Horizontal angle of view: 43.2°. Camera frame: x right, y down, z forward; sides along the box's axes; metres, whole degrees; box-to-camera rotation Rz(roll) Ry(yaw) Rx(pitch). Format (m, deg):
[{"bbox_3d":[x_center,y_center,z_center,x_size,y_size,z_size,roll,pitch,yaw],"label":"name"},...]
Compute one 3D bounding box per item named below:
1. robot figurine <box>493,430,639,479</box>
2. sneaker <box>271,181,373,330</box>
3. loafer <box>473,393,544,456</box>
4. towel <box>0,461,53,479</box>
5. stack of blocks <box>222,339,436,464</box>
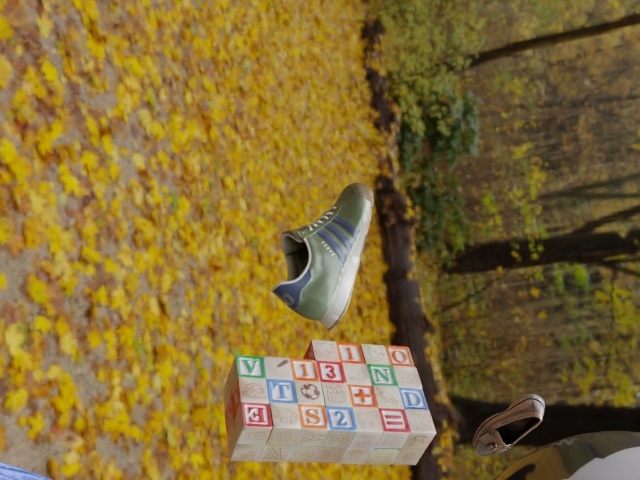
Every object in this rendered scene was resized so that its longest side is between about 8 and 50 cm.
[{"bbox_3d":[0.134,0.173,0.311,0.278,0.209,0.173,-17,87,-81],"label":"robot figurine"},{"bbox_3d":[0.000,0.000,0.899,0.064,0.086,0.192,-48,-158,53],"label":"sneaker"},{"bbox_3d":[0.249,0.254,1.080,0.045,0.125,0.039,36,29,-10],"label":"loafer"},{"bbox_3d":[-0.413,0.371,0.791,0.243,0.040,0.336,37,55,-39],"label":"towel"},{"bbox_3d":[0.007,0.244,1.235,0.171,0.297,0.087,-104,-152,-46],"label":"stack of blocks"}]
